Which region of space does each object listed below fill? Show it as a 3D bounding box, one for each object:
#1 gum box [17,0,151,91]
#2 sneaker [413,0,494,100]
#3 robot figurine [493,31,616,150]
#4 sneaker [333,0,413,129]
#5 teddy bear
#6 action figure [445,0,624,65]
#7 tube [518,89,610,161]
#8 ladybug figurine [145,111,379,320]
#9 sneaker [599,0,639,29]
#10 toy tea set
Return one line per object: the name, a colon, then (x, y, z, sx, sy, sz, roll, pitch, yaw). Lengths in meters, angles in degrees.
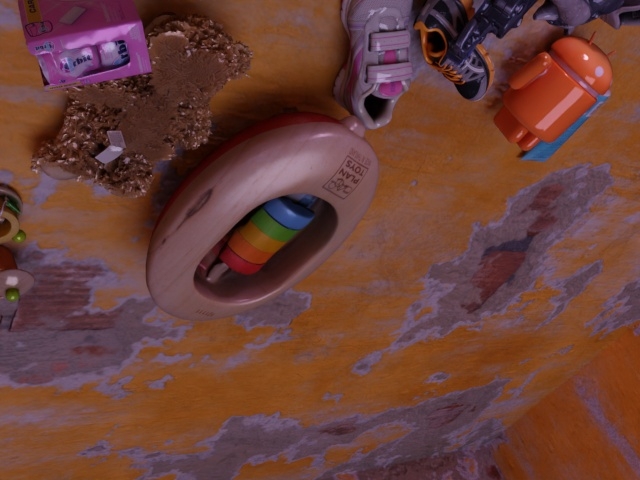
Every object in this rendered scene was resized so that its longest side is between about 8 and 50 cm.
gum box: (-0.250, -0.237, 0.671, 0.107, 0.188, 0.062, -17, 144, -15)
sneaker: (0.196, -0.285, 0.977, 0.083, 0.084, 0.215, -49, 136, -10)
robot figurine: (0.405, -0.259, 1.119, 0.158, 0.128, 0.219, 40, 117, -7)
sneaker: (0.089, -0.263, 0.923, 0.103, 0.111, 0.252, -15, 144, -15)
teddy bear: (-0.242, -0.176, 0.850, 0.245, 0.113, 0.338, 6, 142, -28)
action figure: (0.335, -0.336, 0.839, 0.341, 0.178, 0.330, -48, 174, 7)
tube: (0.484, -0.227, 1.285, 0.080, 0.052, 0.207, 2, 141, -28)
ladybug figurine: (-0.102, -0.047, 1.035, 0.449, 0.162, 0.305, -40, 142, 20)
sneaker: (0.535, -0.410, 1.002, 0.228, 0.132, 0.086, -39, 143, 18)
toy tea set: (-0.517, 0.002, 0.865, 0.200, 0.124, 0.336, -38, 144, 16)
